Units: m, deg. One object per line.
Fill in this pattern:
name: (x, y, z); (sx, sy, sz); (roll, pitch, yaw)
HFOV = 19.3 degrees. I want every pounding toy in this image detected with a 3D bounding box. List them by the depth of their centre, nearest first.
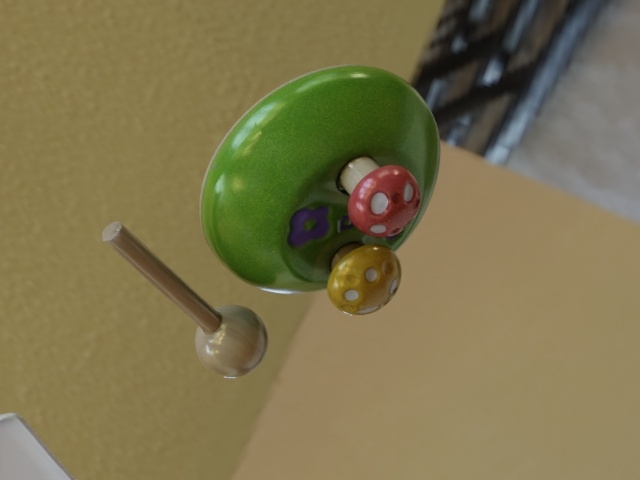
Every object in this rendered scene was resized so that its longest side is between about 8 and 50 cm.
pounding toy: (0.000, 0.000, 1.287); (0.237, 0.110, 0.183); (-38, -43, -2)

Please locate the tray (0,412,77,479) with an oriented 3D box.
tray: (-0.337, 0.211, 1.572); (0.270, 0.030, 0.145); (-18, -46, 14)
